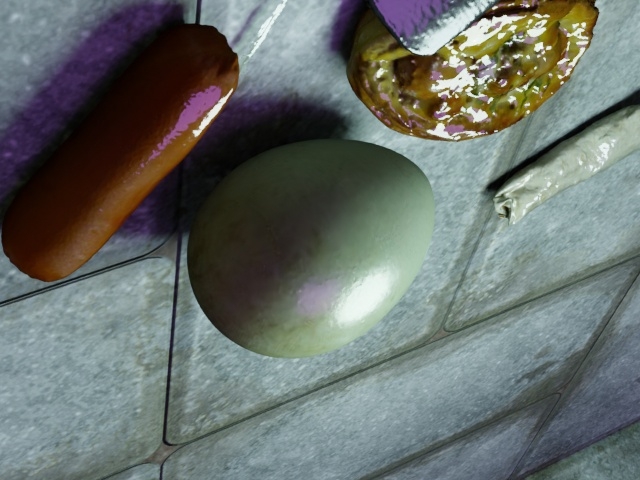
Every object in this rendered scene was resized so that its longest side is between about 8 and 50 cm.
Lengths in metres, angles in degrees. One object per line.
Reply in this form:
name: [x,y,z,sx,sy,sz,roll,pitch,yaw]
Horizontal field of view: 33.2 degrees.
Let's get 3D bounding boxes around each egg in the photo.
egg: [0.000,0.000,1.134,0.295,0.218,0.218,-26,150,-28]

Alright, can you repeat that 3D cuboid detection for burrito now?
burrito: [0.355,-0.109,1.491,0.275,0.059,0.082,-32,144,-4]

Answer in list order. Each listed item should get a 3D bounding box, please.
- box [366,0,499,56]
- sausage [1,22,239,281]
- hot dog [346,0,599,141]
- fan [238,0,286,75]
box: [0.105,-0.285,0.928,0.201,0.042,0.212,-40,126,4]
sausage: [-0.186,-0.074,0.971,0.300,0.089,0.083,-46,142,20]
hot dog: [0.162,-0.202,1.094,0.272,0.122,0.196,-21,142,-25]
fan: [-0.011,-0.252,0.958,0.191,0.009,0.329,2,132,-48]
